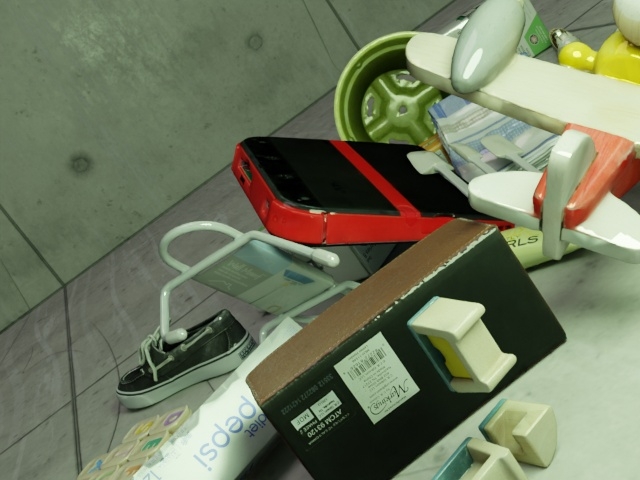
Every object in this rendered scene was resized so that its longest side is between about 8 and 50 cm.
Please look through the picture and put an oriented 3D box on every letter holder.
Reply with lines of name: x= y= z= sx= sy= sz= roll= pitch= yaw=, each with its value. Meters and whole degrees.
letter holder: x=0.077 y=0.118 z=1.043 sx=0.302 sy=0.152 sz=0.214 roll=-37 pitch=14 yaw=-6

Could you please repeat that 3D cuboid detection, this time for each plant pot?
plant pot: x=0.168 y=-0.259 z=1.844 sx=0.276 sy=0.276 sz=0.254 roll=-34 pitch=3 yaw=5

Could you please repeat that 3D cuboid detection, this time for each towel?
towel: x=0.298 y=-0.194 z=1.548 sx=0.209 sy=0.034 sz=0.285 roll=-30 pitch=38 yaw=13

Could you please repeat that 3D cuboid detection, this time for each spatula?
spatula: x=0.244 y=-0.101 z=1.383 sx=0.168 sy=0.019 sz=0.242 roll=-9 pitch=29 yaw=-15

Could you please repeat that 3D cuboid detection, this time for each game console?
game console: x=0.059 y=-0.077 z=1.394 sx=0.342 sy=0.060 sz=0.386 roll=2 pitch=21 yaw=-17

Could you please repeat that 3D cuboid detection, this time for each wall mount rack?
wall mount rack: x=-0.036 y=0.074 z=1.251 sx=0.304 sy=0.350 sz=0.130 roll=-29 pitch=52 yaw=30

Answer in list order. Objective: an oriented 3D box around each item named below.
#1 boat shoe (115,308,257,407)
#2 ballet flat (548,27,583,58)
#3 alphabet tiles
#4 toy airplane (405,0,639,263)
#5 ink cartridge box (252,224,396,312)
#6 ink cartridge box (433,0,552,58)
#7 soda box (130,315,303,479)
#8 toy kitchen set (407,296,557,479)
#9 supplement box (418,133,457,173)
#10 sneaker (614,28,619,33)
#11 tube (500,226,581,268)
boat shoe: x=-0.251 y=0.195 z=1.576 sx=0.306 sy=0.105 sz=0.113 roll=-23 pitch=19 yaw=37
ballet flat: x=0.496 y=-0.403 z=1.907 sx=0.057 sy=0.052 sz=0.168 roll=-32 pitch=16 yaw=10
alphabet tiles: x=-0.301 y=0.352 z=1.373 sx=0.278 sy=0.021 sz=0.284 roll=-23 pitch=19 yaw=37
toy airplane: x=0.316 y=-0.152 z=0.983 sx=0.386 sy=0.272 sz=0.384 roll=-2 pitch=32 yaw=-12
ink cartridge box: x=0.000 y=0.000 z=1.616 sx=0.273 sy=0.114 sz=0.198 roll=-21 pitch=20 yaw=40
ink cartridge box: x=0.380 y=-0.447 z=2.082 sx=0.219 sy=0.160 sz=0.092 roll=-33 pitch=15 yaw=9
soda box: x=-0.102 y=0.230 z=1.131 sx=0.286 sy=0.091 sz=0.098 roll=-45 pitch=-13 yaw=-32
toy kitchen set: x=0.081 y=0.177 z=0.820 sx=0.207 sy=0.166 sz=0.122 roll=-42 pitch=17 yaw=-26
supplement box: x=0.241 y=-0.160 z=1.670 sx=0.233 sy=0.080 sz=0.078 roll=-30 pitch=16 yaw=13
sneaker: x=0.588 y=-0.373 z=1.600 sx=0.191 sy=0.071 sz=0.083 roll=-21 pitch=26 yaw=42
tube: x=0.237 y=0.014 z=1.198 sx=0.240 sy=0.062 sz=0.070 roll=-18 pitch=62 yaw=34
